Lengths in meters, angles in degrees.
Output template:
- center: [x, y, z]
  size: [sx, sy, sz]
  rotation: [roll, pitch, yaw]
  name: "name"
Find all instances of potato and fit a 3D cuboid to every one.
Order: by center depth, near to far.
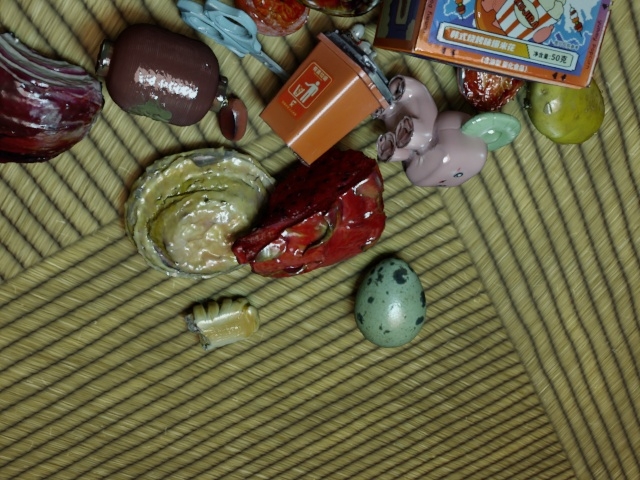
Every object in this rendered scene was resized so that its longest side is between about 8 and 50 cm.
- center: [0.531, -0.299, 1.678]
  size: [0.300, 0.140, 0.172]
  rotation: [8, 81, -54]
  name: "potato"

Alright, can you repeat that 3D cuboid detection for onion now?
- center: [-0.583, -0.236, 1.463]
  size: [0.314, 0.146, 0.280]
  rotation: [20, 118, -29]
  name: "onion"

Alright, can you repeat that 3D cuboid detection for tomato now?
- center: [-0.106, -0.454, 1.469]
  size: [0.159, 0.091, 0.139]
  rotation: [16, 74, -38]
  name: "tomato"
- center: [0.352, -0.371, 1.645]
  size: [0.166, 0.082, 0.174]
  rotation: [27, 103, -22]
  name: "tomato"

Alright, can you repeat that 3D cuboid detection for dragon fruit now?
- center: [0.007, 0.003, 1.637]
  size: [0.329, 0.228, 0.286]
  rotation: [-43, 131, -27]
  name: "dragon fruit"

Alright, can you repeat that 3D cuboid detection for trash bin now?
- center: [0.013, -0.275, 1.550]
  size: [0.238, 0.161, 0.184]
  rotation: [-45, 151, 7]
  name: "trash bin"

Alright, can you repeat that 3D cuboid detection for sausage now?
- center: [-0.180, -0.252, 1.604]
  size: [0.059, 0.054, 0.094]
  rotation: [16, 123, 18]
  name: "sausage"

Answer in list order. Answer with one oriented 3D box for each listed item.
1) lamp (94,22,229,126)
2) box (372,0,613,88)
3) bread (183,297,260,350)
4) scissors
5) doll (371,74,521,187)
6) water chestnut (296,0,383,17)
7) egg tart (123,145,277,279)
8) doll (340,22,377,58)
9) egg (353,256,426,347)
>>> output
- center: [-0.299, -0.312, 1.476]
  size: [0.258, 0.180, 0.180]
  rotation: [15, 116, -24]
  name: "lamp"
- center: [0.322, -0.473, 1.425]
  size: [0.349, 0.257, 0.318]
  rotation: [9, 102, -16]
  name: "box"
- center: [-0.234, 0.195, 1.848]
  size: [0.177, 0.084, 0.119]
  rotation: [-12, 125, -8]
  name: "bread"
- center: [-0.124, -0.363, 1.519]
  size: [0.360, 0.191, 0.029]
  rotation: [35, 76, -44]
  name: "scissors"
- center: [0.262, -0.222, 1.657]
  size: [0.268, 0.216, 0.284]
  rotation: [5, 158, -31]
  name: "doll"
- center: [0.027, -0.529, 1.353]
  size: [0.289, 0.244, 0.289]
  rotation: [0, 99, 3]
  name: "water chestnut"
- center: [-0.246, -0.038, 1.669]
  size: [0.352, 0.150, 0.352]
  rotation: [-8, 126, -11]
  name: "egg tart"
- center: [0.076, -0.405, 1.587]
  size: [0.058, 0.040, 0.085]
  rotation: [-30, 123, -7]
  name: "doll"
- center: [0.171, 0.150, 1.870]
  size: [0.177, 0.177, 0.228]
  rotation: [1, 108, -15]
  name: "egg"
